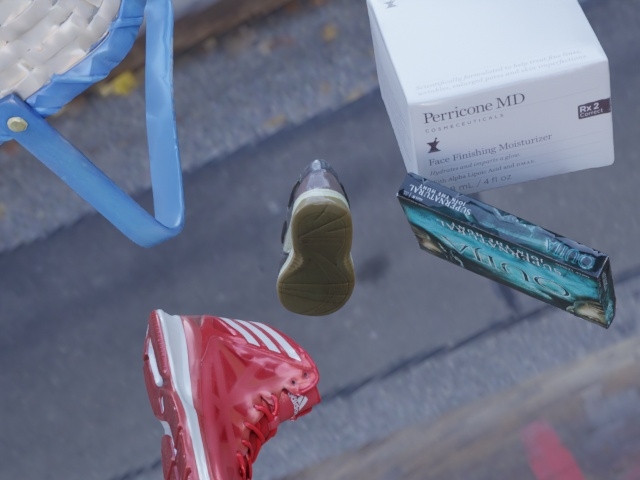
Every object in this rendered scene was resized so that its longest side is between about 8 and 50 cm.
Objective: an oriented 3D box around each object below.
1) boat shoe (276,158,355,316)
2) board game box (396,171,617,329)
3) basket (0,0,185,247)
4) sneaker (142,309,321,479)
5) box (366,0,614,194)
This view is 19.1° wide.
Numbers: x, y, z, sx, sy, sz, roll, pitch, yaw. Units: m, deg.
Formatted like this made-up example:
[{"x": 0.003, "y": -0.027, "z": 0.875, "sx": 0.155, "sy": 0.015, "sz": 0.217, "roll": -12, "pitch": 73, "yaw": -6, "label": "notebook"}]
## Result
[{"x": -0.001, "y": 0.000, "z": 1.944, "sx": 0.080, "sy": 0.223, "sz": 0.073, "roll": 5, "pitch": 58, "yaw": -1, "label": "boat shoe"}, {"x": 0.160, "y": 0.010, "z": 1.611, "sx": 0.186, "sy": 0.126, "sz": 0.026, "roll": 24, "pitch": 75, "yaw": 21, "label": "board game box"}, {"x": -0.189, "y": -0.154, "z": 1.265, "sx": 0.201, "sy": 0.289, "sz": 0.255, "roll": -25, "pitch": 50, "yaw": 20, "label": "basket"}, {"x": -0.050, "y": 0.135, "z": 1.378, "sx": 0.128, "sy": 0.087, "sz": 0.221, "roll": -2, "pitch": 51, "yaw": -16, "label": "sneaker"}, {"x": 0.150, "y": -0.144, "z": 1.697, "sx": 0.181, "sy": 0.119, "sz": 0.182, "roll": -13, "pitch": 40, "yaw": -2, "label": "box"}]
